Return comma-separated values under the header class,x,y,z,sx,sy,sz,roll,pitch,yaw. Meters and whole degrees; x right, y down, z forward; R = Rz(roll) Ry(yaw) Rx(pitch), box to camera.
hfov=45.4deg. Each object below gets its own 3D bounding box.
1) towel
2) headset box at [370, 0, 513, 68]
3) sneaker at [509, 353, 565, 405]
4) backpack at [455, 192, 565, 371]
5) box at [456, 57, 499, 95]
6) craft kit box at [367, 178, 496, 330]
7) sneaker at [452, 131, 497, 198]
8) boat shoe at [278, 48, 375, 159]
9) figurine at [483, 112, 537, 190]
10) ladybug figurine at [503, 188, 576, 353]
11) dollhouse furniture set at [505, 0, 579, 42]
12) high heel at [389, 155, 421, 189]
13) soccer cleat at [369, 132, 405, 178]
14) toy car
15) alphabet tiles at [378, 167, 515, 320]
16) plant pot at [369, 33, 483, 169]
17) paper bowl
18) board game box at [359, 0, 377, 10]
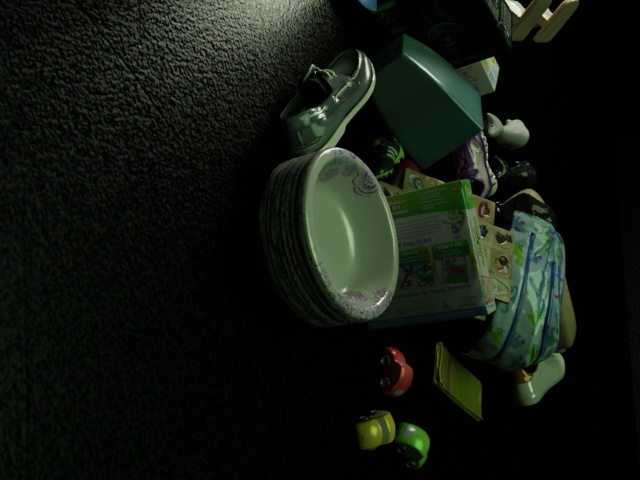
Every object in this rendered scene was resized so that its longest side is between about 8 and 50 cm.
class,x,y,z,sx,sy,sz,roll,pitch,yaw
towel,0.321,0.327,1.755,0.237,0.021,0.102,43,47,-42
headset box,0.276,-0.541,1.768,0.283,0.246,0.131,45,45,-42
sneaker,0.594,0.338,2.093,0.290,0.106,0.123,-27,105,-55
backpack,0.433,0.122,1.771,0.273,0.290,0.355,33,55,-3
box,0.394,-0.500,2.071,0.203,0.103,0.114,53,40,-33
craft kit box,0.180,0.031,1.426,0.061,0.250,0.246,-17,95,-58
sneaker,0.381,-0.196,1.966,0.104,0.095,0.236,-47,120,-44
boat shoe,0.012,-0.271,1.393,0.099,0.116,0.319,59,42,-34
figurine,0.543,-0.262,2.246,0.209,0.092,0.214,6,74,-52
ladybug figurine,0.565,0.091,2.048,0.305,0.162,0.449,-13,89,-76
dollhouse furniture set,0.461,-0.735,1.987,0.394,0.256,0.362,-12,59,-41
high heel,0.236,-0.069,1.704,0.244,0.082,0.117,47,51,-20
soccer cleat,0.127,-0.173,1.598,0.072,0.060,0.179,59,29,-11
toy car,0.160,0.352,1.467,0.225,0.053,0.239,59,37,-26
alphabet tiles,0.259,0.006,1.602,0.343,0.011,0.285,20,62,-17
plant pot,0.212,-0.313,1.656,0.234,0.165,0.165,42,33,-24
paper bowl,0.000,0.000,1.251,0.284,0.148,0.284,24,60,-51
board game box,0.073,-0.575,1.670,0.133,0.033,0.168,35,46,-40
